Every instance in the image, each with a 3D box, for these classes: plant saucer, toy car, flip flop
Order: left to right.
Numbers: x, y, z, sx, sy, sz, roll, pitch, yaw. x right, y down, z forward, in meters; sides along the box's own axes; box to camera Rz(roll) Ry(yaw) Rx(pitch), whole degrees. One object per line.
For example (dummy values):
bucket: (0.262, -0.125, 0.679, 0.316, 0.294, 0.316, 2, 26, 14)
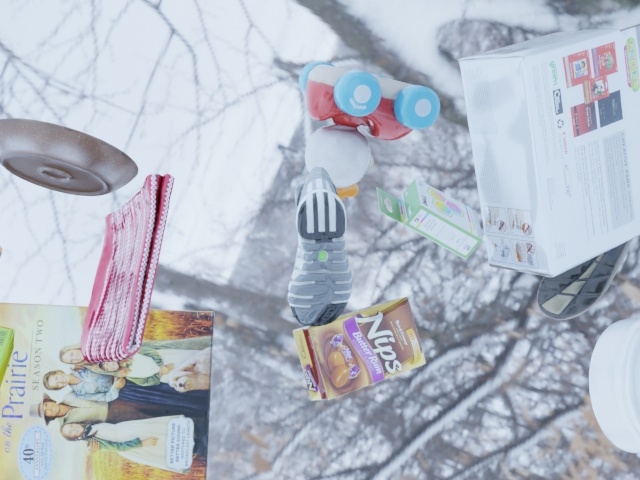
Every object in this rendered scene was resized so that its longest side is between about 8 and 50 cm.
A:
plant saucer: (-0.334, -0.098, 1.271, 0.198, 0.199, 0.036, 118, -16, -72)
toy car: (0.058, -0.169, 1.701, 0.219, 0.210, 0.238, -143, -115, -64)
flip flop: (0.515, 0.041, 1.884, 0.277, 0.112, 0.080, -54, 150, -15)

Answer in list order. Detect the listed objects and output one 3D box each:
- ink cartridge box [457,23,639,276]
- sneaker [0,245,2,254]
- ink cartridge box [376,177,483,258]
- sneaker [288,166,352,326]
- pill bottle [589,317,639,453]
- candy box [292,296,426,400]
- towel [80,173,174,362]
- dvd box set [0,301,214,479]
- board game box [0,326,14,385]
ink cartridge box: (0.358, -0.138, 1.438, 0.130, 0.272, 0.309, 10, -65, 54)
sneaker: (-0.586, 0.025, 1.566, 0.215, 0.084, 0.083, 12, 88, -68)
ink cartridge box: (0.217, -0.056, 1.974, 0.062, 0.209, 0.109, -54, -162, 26)
sneaker: (0.000, 0.000, 1.369, 0.132, 0.086, 0.228, -95, -171, -52)
pill bottle: (0.397, 0.122, 0.845, 0.318, 0.176, 0.176, -12, -130, 51)
candy box: (0.060, 0.158, 1.478, 0.053, 0.187, 0.109, -17, -91, 56)
towel: (-0.226, 0.039, 1.132, 0.275, 0.031, 0.198, 159, -59, -67)
dvd box set: (-0.394, 0.260, 1.671, 0.062, 0.420, 0.307, 137, -44, -77)
board game box: (-0.397, 0.169, 1.062, 0.043, 0.092, 0.181, 111, -12, -47)
